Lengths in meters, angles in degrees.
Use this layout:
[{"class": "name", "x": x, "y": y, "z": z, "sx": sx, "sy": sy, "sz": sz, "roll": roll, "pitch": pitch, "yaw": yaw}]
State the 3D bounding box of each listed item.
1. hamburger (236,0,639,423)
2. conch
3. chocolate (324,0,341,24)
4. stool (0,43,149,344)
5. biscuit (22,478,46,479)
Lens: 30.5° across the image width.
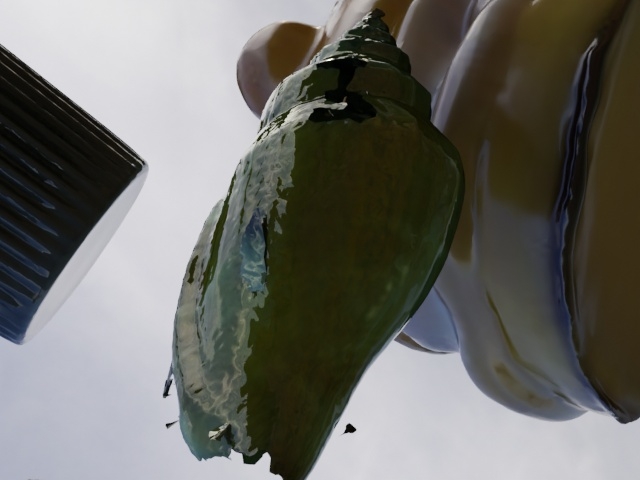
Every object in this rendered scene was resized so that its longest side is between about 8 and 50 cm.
[{"class": "hamburger", "x": 0.103, "y": -0.049, "z": 0.621, "sx": 0.276, "sy": 0.237, "sz": 0.276, "roll": -16, "pitch": -68, "yaw": -46}, {"class": "conch", "x": 0.000, "y": -0.004, "z": 0.419, "sx": 0.079, "sy": 0.095, "sz": 0.200, "roll": 50, "pitch": -124, "yaw": -29}, {"class": "chocolate", "x": 0.059, "y": -0.301, "z": 1.422, "sx": 0.065, "sy": 0.102, "sz": 0.329, "roll": 48, "pitch": -121, "yaw": -42}, {"class": "stool", "x": -0.391, "y": -0.076, "z": 1.290, "sx": 0.330, "sy": 0.297, "sz": 0.297, "roll": 34, "pitch": -145, "yaw": -4}, {"class": "biscuit", "x": -0.259, "y": 0.316, "z": 0.992, "sx": 0.043, "sy": 0.301, "sz": 0.278, "roll": 13, "pitch": -132, "yaw": -28}]
